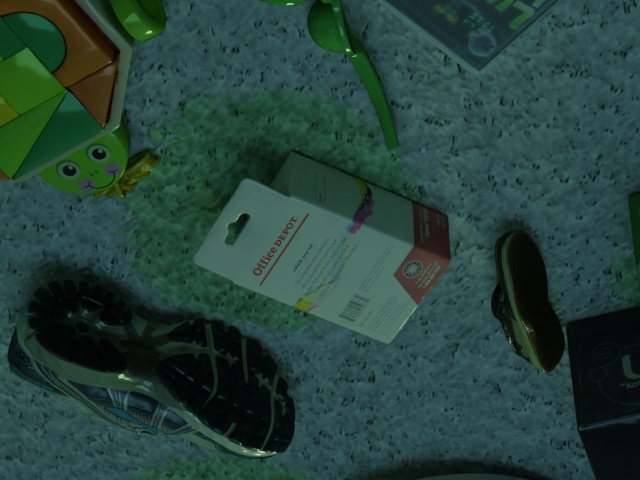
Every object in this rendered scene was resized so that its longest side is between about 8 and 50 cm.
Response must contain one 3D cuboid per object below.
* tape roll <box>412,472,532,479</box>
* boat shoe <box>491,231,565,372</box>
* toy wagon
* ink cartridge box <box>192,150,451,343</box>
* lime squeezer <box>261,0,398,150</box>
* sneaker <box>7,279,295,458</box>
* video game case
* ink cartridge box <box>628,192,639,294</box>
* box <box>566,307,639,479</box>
[{"bbox_3d":[0.136,0.396,1.928,0.392,0.072,0.392,-3,130,-4],"label":"tape roll"},{"bbox_3d":[0.176,0.056,1.680,0.049,0.056,0.152,11,133,38],"label":"boat shoe"},{"bbox_3d":[-0.256,-0.145,1.523,0.267,0.068,0.344,-26,124,22],"label":"toy wagon"},{"bbox_3d":[0.000,0.000,1.633,0.198,0.067,0.115,22,127,-17],"label":"ink cartridge box"},{"bbox_3d":[-0.021,-0.167,1.485,0.310,0.059,0.110,26,107,-33],"label":"lime squeezer"},{"bbox_3d":[-0.157,0.129,1.743,0.283,0.110,0.122,27,144,-16],"label":"sneaker"},{"bbox_3d":[0.111,-0.236,1.461,0.190,0.022,0.173,34,123,-23],"label":"video game case"},{"bbox_3d":[0.408,0.017,1.541,0.278,0.201,0.117,-19,123,17],"label":"ink cartridge box"},{"bbox_3d":[0.342,0.199,1.734,0.165,0.143,0.270,-15,127,14],"label":"box"}]
